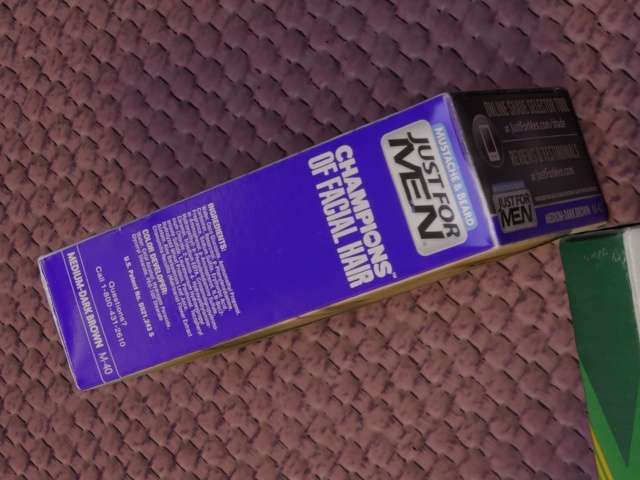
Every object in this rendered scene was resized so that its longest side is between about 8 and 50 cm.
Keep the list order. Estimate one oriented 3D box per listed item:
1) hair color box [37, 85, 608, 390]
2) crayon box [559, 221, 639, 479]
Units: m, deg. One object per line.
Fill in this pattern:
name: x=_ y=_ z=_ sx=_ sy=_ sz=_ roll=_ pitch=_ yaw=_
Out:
hair color box: x=0.000 y=0.000 z=1.161 sx=0.339 sy=0.185 sz=0.110 roll=-22 pitch=84 yaw=31
crayon box: x=0.270 y=0.138 z=1.005 sx=0.083 sy=0.203 sz=0.322 roll=170 pitch=91 yaw=-69
